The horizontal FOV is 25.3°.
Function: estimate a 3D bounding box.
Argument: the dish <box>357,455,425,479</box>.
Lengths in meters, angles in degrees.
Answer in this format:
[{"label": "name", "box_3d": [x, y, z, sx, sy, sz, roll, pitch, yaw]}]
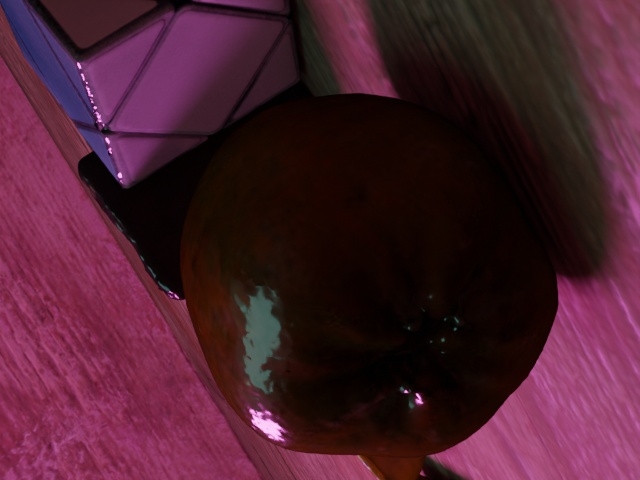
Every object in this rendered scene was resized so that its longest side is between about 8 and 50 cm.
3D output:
[{"label": "dish", "box_3d": [0.079, 0.230, 1.721, 0.149, 0.080, 0.208, 48, -179, -15]}]

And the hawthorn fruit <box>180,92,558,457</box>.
[{"label": "hawthorn fruit", "box_3d": [0.019, 0.012, 1.078, 0.301, 0.267, 0.268, 42, 161, 54]}]

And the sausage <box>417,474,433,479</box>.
[{"label": "sausage", "box_3d": [0.146, 0.362, 1.794, 0.105, 0.105, 0.274, 60, 167, -14]}]

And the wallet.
[{"label": "wallet", "box_3d": [-0.092, -0.062, 1.334, 0.182, 0.229, 0.049, 52, 162, 16]}]

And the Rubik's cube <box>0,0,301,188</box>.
[{"label": "Rubik's cube", "box_3d": [-0.159, -0.212, 1.271, 0.205, 0.207, 0.205, 49, 164, 26]}]
